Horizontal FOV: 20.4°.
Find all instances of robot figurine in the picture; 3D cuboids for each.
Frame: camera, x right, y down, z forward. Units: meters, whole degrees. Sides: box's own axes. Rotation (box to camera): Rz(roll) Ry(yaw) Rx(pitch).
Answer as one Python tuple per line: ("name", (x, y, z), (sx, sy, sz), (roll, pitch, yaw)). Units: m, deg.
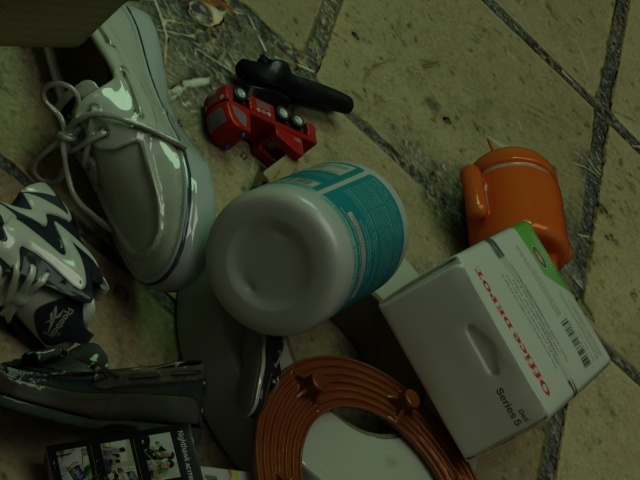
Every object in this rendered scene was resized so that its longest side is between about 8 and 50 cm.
("robot figurine", (0.249, -0.028, 2.268), (0.158, 0.128, 0.219), (3, 51, -7))

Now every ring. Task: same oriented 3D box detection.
("ring", (0.068, 0.259, 1.760), (0.336, 0.032, 0.336), (30, 42, -31))

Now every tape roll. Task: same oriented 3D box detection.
("tape roll", (0.016, 0.134, 1.899), (0.392, 0.072, 0.392), (31, 41, -31))

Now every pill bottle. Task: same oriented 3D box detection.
("pill bottle", (0.000, 0.000, 1.786), (0.146, 0.146, 0.264), (56, 24, 4))

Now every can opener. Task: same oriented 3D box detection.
("can opener", (-0.033, -0.182, 2.144), (0.059, 0.073, 0.186), (28, 13, 38))

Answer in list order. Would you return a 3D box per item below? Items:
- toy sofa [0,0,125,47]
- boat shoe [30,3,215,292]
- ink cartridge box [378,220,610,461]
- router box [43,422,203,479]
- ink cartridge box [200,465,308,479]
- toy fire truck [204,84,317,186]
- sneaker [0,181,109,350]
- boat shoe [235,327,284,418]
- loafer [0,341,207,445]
("toy sofa", (-0.298, -0.374, 1.694), (0.150, 0.177, 0.362), (-6, 66, -53))
("boat shoe", (-0.220, -0.115, 1.782), (0.156, 0.136, 0.367), (16, 46, -42))
("ink cartridge box", (0.197, 0.104, 1.967), (0.198, 0.115, 0.273), (60, 24, 4))
("router box", (-0.160, 0.256, 1.551), (0.133, 0.046, 0.179), (-8, 62, -15))
("ink cartridge box", (-0.079, 0.274, 1.670), (0.181, 0.061, 0.104), (14, 51, -42))
("toy fire truck", (-0.048, -0.088, 2.038), (0.192, 0.047, 0.135), (23, 46, -36))
("sneaker", (-0.276, 0.044, 1.610), (0.153, 0.094, 0.235), (48, 24, 7))
("boat shoe", (-0.056, 0.126, 1.721), (0.038, 0.046, 0.125), (30, 33, -23))
("loafer", (-0.206, 0.126, 1.606), (0.267, 0.096, 0.084), (20, 85, -49))
